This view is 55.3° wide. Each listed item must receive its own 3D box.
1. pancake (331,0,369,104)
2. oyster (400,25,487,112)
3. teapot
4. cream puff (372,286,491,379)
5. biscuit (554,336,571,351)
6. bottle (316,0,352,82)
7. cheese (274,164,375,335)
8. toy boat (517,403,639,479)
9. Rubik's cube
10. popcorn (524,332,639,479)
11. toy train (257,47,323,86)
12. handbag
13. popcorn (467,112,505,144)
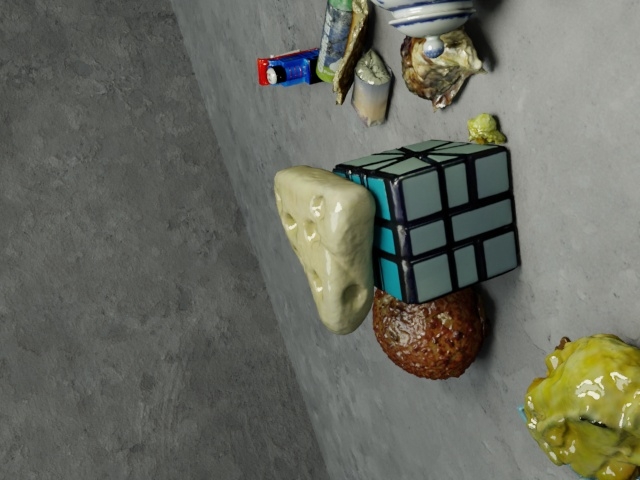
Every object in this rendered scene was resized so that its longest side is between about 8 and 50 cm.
[{"bbox_3d":[0.075,-0.474,1.566,0.212,0.056,0.257,33,-101,-82],"label":"pancake"},{"bbox_3d":[0.235,-0.384,1.304,0.275,0.100,0.271,58,170,24],"label":"oyster"},{"bbox_3d":[0.197,-0.472,1.101,0.424,0.252,0.280,-128,30,-70],"label":"teapot"},{"bbox_3d":[0.249,0.196,1.537,0.350,0.229,0.350,165,90,-71],"label":"cream puff"},{"bbox_3d":[0.503,0.237,1.217,0.092,0.016,0.082,30,129,59],"label":"biscuit"},{"bbox_3d":[0.054,-0.572,1.613,0.093,0.093,0.330,61,156,29],"label":"bottle"},{"bbox_3d":[0.000,0.000,1.348,0.328,0.130,0.351,43,142,49],"label":"cheese"},{"bbox_3d":[0.511,0.421,1.176,0.332,0.133,0.145,46,148,50],"label":"toy boat"},{"bbox_3d":[0.223,-0.052,1.328,0.288,0.294,0.283,29,135,64],"label":"Rubik's cube"},{"bbox_3d":[0.483,0.285,1.040,0.286,0.215,0.252,116,139,-56],"label":"popcorn"},{"bbox_3d":[-0.078,-0.517,1.837,0.131,0.204,0.082,44,145,44],"label":"toy train"},{"bbox_3d":[0.126,-0.391,1.576,0.173,0.095,0.117,97,150,-52],"label":"handbag"},{"bbox_3d":[0.333,-0.220,1.235,0.083,0.060,0.068,46,148,34],"label":"popcorn"}]
